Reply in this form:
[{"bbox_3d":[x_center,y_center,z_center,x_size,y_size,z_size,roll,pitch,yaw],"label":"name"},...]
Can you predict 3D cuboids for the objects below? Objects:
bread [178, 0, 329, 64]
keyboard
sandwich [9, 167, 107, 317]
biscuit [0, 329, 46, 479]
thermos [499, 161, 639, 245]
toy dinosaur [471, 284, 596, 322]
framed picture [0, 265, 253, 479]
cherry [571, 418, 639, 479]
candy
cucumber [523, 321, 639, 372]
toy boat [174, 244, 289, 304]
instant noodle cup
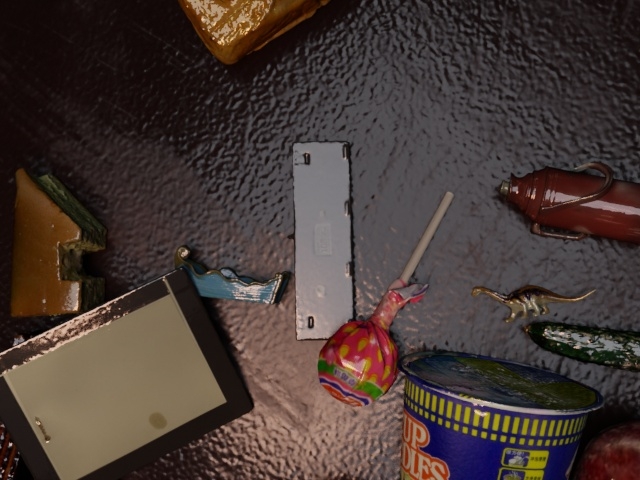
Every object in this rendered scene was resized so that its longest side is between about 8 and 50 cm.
[{"bbox_3d":[-0.081,-0.419,1.218,0.294,0.132,0.167,-35,84,3],"label":"bread"},{"bbox_3d":[0.000,0.000,1.236,0.106,0.027,0.317,-1,87,3],"label":"keyboard"},{"bbox_3d":[-0.416,0.002,1.238,0.128,0.122,0.235,-3,86,9],"label":"sandwich"},{"bbox_3d":[-0.489,0.334,1.234,0.073,0.107,0.388,18,89,4],"label":"biscuit"},{"bbox_3d":[0.384,-0.053,1.163,0.232,0.099,0.124,11,126,9],"label":"thermos"},{"bbox_3d":[0.323,0.098,1.186,0.180,0.037,0.058,-1,91,8],"label":"toy dinosaur"},{"bbox_3d":[-0.310,0.227,1.193,0.347,0.016,0.265,-27,102,-8],"label":"framed picture"},{"bbox_3d":[0.456,0.374,1.049,0.296,0.218,0.255,27,67,-22],"label":"cherry"},{"bbox_3d":[0.115,0.081,1.182,0.124,0.124,0.365,29,76,8],"label":"candy"},{"bbox_3d":[0.450,0.162,1.155,0.293,0.067,0.067,6,87,8],"label":"cucumber"},{"bbox_3d":[-0.143,0.053,1.225,0.185,0.075,0.077,6,90,12],"label":"toy boat"},{"bbox_3d":[0.223,0.339,1.087,0.284,0.284,0.312,9,95,7],"label":"instant noodle cup"}]
